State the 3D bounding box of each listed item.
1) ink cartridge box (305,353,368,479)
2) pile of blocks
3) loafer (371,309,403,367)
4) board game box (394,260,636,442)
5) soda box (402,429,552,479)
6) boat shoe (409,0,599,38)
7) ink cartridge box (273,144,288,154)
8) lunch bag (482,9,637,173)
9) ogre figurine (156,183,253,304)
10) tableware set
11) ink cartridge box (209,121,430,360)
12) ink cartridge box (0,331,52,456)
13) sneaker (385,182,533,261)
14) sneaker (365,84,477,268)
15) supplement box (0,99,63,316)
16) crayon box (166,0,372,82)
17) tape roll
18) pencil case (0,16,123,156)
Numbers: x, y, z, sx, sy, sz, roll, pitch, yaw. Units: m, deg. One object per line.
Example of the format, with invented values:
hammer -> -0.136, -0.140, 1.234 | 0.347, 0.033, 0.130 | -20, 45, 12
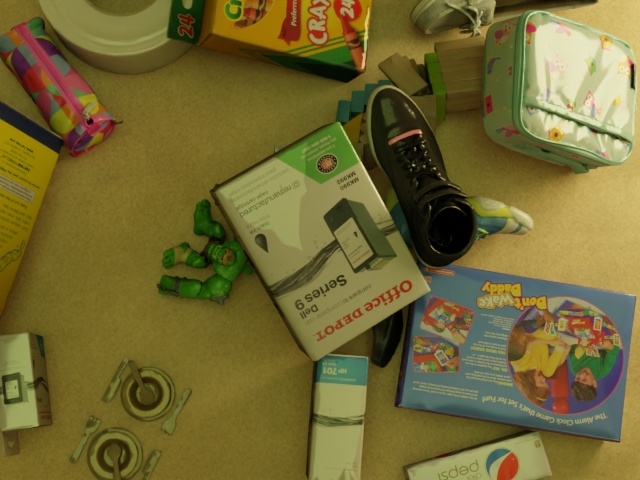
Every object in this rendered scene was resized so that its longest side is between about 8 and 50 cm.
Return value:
ink cartridge box -> 0.024, 0.272, 1.568 | 0.082, 0.139, 0.191 | 6, 81, -2
pile of blocks -> 0.127, -0.202, 1.674 | 0.362, 0.112, 0.149 | -30, 64, -10
loafer -> 0.100, 0.118, 1.644 | 0.061, 0.062, 0.170 | 8, 76, 22
board game box -> 0.306, 0.175, 1.624 | 0.347, 0.078, 0.233 | 10, 81, 0
soda box -> 0.242, 0.359, 1.598 | 0.216, 0.069, 0.074 | -15, 82, -4
boat shoe -> 0.306, -0.400, 1.701 | 0.320, 0.118, 0.103 | -18, 77, -11
ink cartridge box -> -0.059, -0.039, 1.637 | 0.046, 0.097, 0.207 | 3, 80, -1
lunch bag -> 0.386, -0.227, 1.624 | 0.279, 0.108, 0.224 | 11, 77, -32
ogre figurine -> -0.167, 0.015, 1.632 | 0.118, 0.097, 0.197 | 27, 65, 20
tableware set -> -0.299, 0.288, 1.605 | 0.128, 0.039, 0.194 | 26, 81, 2
ink cartridge box -> 0.000, 0.000, 1.518 | 0.211, 0.121, 0.289 | -31, 98, -7
ink cartridge box -> -0.456, 0.236, 1.576 | 0.060, 0.104, 0.180 | -8, 82, -4
sneaker -> 0.215, -0.016, 1.657 | 0.240, 0.091, 0.126 | 15, 91, 8
sneaker -> 0.156, -0.097, 1.521 | 0.104, 0.147, 0.296 | -21, 95, -9
supplement box -> -0.569, -0.036, 1.545 | 0.194, 0.195, 0.356 | 13, 80, 23
crayon box -> -0.074, -0.388, 1.646 | 0.318, 0.081, 0.202 | 9, 80, -22
tape roll -> -0.323, -0.423, 1.690 | 0.286, 0.100, 0.286 | 0, 82, -2
pencil case -> -0.425, -0.248, 1.659 | 0.104, 0.104, 0.236 | -38, 83, -7
